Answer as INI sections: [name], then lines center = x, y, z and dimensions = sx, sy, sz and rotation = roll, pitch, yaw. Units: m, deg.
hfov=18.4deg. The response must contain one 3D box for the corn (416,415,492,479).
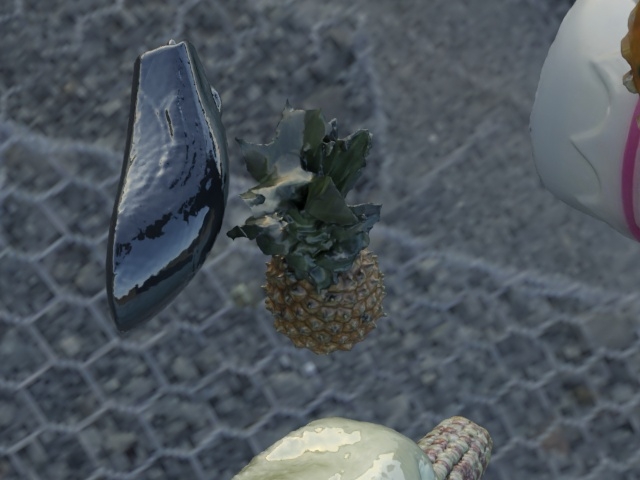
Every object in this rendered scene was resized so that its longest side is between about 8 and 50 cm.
[corn]
center = 0.088, 0.209, 1.653
dimensions = 0.079, 0.079, 0.237
rotation = 53, 30, -4

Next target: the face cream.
[face cream]
center = 0.246, -0.066, 1.140
dimensions = 0.195, 0.175, 0.175
rotation = 27, 41, 33

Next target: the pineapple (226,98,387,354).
[pineapple]
center = 0.000, 0.000, 1.672
dimensions = 0.119, 0.277, 0.130
rotation = -43, 64, -16

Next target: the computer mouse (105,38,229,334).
[computer mouse]
center = -0.118, -0.049, 1.633
dimensions = 0.088, 0.147, 0.264
rotation = 2, 71, 4

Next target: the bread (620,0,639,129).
[bread]
center = 0.257, -0.063, 0.714
dimensions = 0.288, 0.204, 0.156
rotation = 31, 18, 27

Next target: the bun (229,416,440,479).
[bun]
center = -0.014, 0.196, 1.035
dimensions = 0.229, 0.229, 0.145
rotation = -22, 53, -39
